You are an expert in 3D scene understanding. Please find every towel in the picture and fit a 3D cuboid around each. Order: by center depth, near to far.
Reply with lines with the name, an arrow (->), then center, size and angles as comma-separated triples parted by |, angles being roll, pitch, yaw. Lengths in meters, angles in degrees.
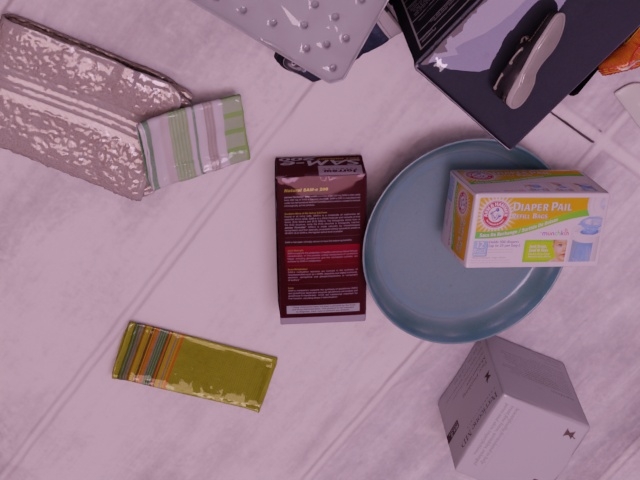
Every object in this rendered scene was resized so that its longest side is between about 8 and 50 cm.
towel -> -0.333, -0.177, 1.952 | 0.282, 0.049, 0.187 | 20, 112, -13
towel -> -0.174, -0.135, 1.965 | 0.152, 0.023, 0.113 | -18, 130, -14
towel -> -0.192, 0.194, 2.161 | 0.237, 0.021, 0.102 | 15, 115, -11

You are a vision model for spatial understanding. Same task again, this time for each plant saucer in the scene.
plant saucer -> 0.208, -0.002, 2.051 | 0.318, 0.044, 0.317 | -6, 113, -13

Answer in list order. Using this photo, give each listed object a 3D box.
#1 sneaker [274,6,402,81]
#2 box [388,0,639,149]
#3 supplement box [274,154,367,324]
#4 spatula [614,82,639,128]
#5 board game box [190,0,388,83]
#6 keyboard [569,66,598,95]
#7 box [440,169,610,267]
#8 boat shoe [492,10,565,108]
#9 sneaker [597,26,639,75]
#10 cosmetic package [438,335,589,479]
sneaker -> -0.018, -0.316, 1.884 | 0.163, 0.086, 0.226 | -35, 114, 10
box -> 0.258, -0.315, 1.787 | 0.183, 0.294, 0.296 | 39, 108, -20
supplement box -> 0.000, 0.000, 2.048 | 0.130, 0.073, 0.239 | -2, 117, -4
spatula -> 0.555, -0.175, 2.030 | 0.168, 0.019, 0.242 | -38, 112, 13
board game box -> -0.047, -0.456, 1.770 | 0.390, 0.050, 0.390 | 31, 112, 2
keyboard -> 0.375, -0.295, 1.958 | 0.100, 0.038, 0.192 | 22, 113, -39
box -> 0.283, -0.032, 1.979 | 0.203, 0.103, 0.114 | -1, 112, -16
boat shoe -> 0.241, -0.215, 1.649 | 0.046, 0.038, 0.125 | -9, 131, -50
sneaker -> 0.453, -0.286, 1.953 | 0.175, 0.064, 0.067 | -33, 101, 4
cosmetic package -> 0.287, 0.264, 2.136 | 0.151, 0.183, 0.151 | 23, 112, -14
